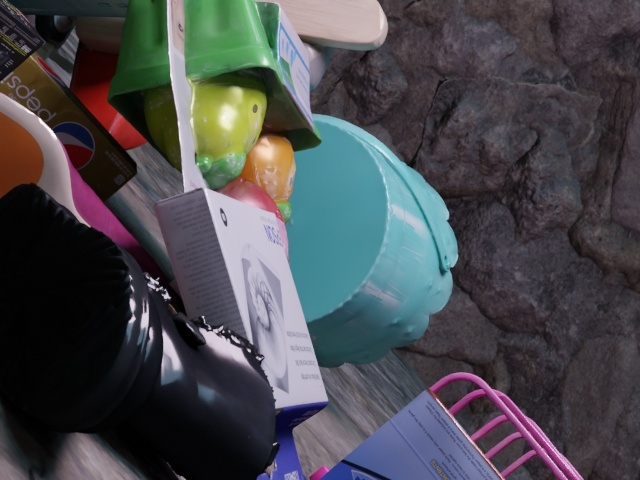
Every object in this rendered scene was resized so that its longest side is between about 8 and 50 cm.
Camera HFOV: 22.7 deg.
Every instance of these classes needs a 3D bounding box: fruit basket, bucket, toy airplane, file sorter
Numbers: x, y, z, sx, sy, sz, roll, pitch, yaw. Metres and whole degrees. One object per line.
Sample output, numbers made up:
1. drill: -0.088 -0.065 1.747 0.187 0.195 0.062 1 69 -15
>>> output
1. fruit basket: -0.073 -0.050 1.473 0.327 0.165 0.353 52 24 -71
2. bucket: 0.000 0.000 1.820 0.281 0.281 0.183 50 7 27
3. toy airplane: -0.168 -0.271 1.842 0.386 0.384 0.272 55 -17 38
4. file sorter: 0.163 0.269 1.471 0.202 0.182 0.290 51 3 31

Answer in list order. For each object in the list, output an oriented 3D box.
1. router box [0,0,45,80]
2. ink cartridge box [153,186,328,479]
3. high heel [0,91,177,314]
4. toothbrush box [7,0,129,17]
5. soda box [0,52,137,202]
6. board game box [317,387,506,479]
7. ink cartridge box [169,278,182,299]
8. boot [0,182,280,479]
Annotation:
1. router box: -0.279 -0.155 1.233 0.038 0.092 0.122 49 2 19
2. ink cartridge box: -0.044 0.081 1.175 0.223 0.045 0.224 17 57 -79
3. high heel: -0.187 -0.024 1.088 0.244 0.082 0.117 44 -4 -22
4. toothbrush box: -0.248 -0.344 1.604 0.295 0.216 0.126 5 -10 14
5. soda box: -0.248 -0.112 1.449 0.181 0.061 0.058 49 4 -14
6. board game box: 0.112 0.260 1.177 0.281 0.145 0.027 51 1 25
7. ink cartridge box: -0.120 0.052 1.569 0.083 0.028 0.048 50 3 3
8. boot: -0.093 0.079 0.919 0.207 0.094 0.246 43 -1 -30
